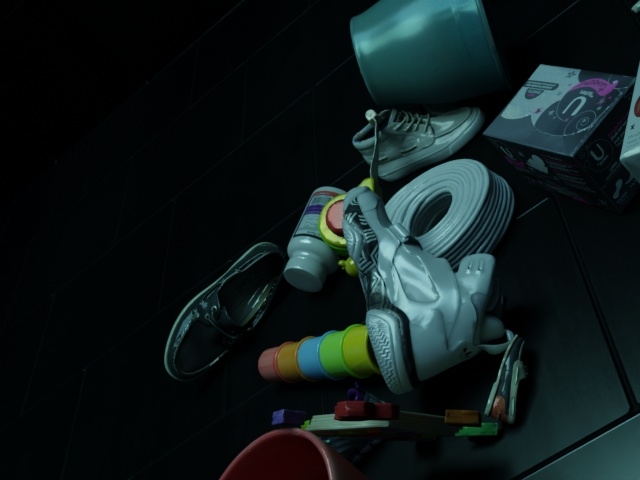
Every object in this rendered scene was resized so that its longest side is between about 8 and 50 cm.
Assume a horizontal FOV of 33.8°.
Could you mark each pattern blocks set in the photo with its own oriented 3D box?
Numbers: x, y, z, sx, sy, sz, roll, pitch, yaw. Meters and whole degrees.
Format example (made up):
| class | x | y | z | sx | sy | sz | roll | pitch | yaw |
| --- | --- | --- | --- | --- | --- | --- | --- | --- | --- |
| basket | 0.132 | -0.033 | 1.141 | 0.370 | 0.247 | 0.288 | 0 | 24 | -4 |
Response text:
| class | x | y | z | sx | sy | sz | roll | pitch | yaw |
| --- | --- | --- | --- | --- | --- | --- | --- | --- | --- |
| pattern blocks set | 0.087 | 0.248 | 1.401 | 0.285 | 0.324 | 0.026 | -18 | 66 | 50 |

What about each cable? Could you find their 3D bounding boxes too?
| class | x | y | z | sx | sy | sz | roll | pitch | yaw |
| --- | --- | --- | --- | --- | --- | --- | --- | --- | --- |
| cable | 0.206 | -0.031 | 1.811 | 0.257 | 0.089 | 0.257 | -48 | 27 | -1 |

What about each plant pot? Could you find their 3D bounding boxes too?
| class | x | y | z | sx | sy | sz | roll | pitch | yaw |
| --- | --- | --- | --- | --- | --- | --- | --- | --- | --- |
| plant pot | 0.008 | 0.406 | 1.331 | 0.275 | 0.243 | 0.275 | -35 | 36 | 31 |
| plant pot | 0.201 | -0.378 | 1.999 | 0.255 | 0.272 | 0.272 | -16 | 37 | 15 |

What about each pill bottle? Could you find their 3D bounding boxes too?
| class | x | y | z | sx | sy | sz | roll | pitch | yaw |
| --- | --- | --- | --- | --- | --- | --- | --- | --- | --- |
| pill bottle | 0.000 | 0.000 | 2.048 | 0.108 | 0.108 | 0.193 | -15 | 42 | 47 |

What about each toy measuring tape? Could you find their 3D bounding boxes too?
| class | x | y | z | sx | sy | sz | roll | pitch | yaw |
| --- | --- | --- | --- | --- | --- | --- | --- | --- | --- |
| toy measuring tape | 0.056 | -0.087 | 1.976 | 0.121 | 0.121 | 0.330 | -19 | 61 | 43 |

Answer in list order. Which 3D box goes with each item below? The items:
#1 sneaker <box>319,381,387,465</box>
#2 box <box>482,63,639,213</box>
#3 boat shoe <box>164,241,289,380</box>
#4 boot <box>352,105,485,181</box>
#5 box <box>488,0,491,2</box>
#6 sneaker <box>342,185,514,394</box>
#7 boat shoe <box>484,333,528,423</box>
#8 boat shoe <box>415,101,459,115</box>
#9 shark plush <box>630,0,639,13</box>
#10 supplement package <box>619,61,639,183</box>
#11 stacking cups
| class | x | y | z | sx | sy | sz | roll | pitch | yaw |
| --- | --- | --- | --- | --- | --- | --- | --- | --- | --- |
| sneaker | 0.010 | 0.319 | 1.625 | 0.224 | 0.098 | 0.083 | -50 | 27 | -4 |
| box | 0.403 | -0.168 | 1.649 | 0.163 | 0.142 | 0.247 | -50 | 28 | -5 |
| boat shoe | -0.177 | 0.142 | 2.100 | 0.340 | 0.127 | 0.113 | -45 | 14 | -15 |
| boot | 0.183 | -0.212 | 2.043 | 0.258 | 0.123 | 0.095 | -29 | 32 | 31 |
| box | 0.344 | -0.652 | 2.319 | 0.381 | 0.191 | 0.143 | -44 | 27 | 5 |
| sneaker | 0.162 | 0.051 | 1.633 | 0.210 | 0.137 | 0.366 | -16 | 54 | 5 |
| boat shoe | 0.268 | 0.194 | 1.480 | 0.043 | 0.049 | 0.137 | 17 | 56 | 14 |
| boat shoe | 0.222 | -0.336 | 2.190 | 0.091 | 0.109 | 0.305 | 102 | 165 | -45 |
| shark plush | 0.602 | -0.458 | 1.846 | 0.067 | 0.073 | 0.161 | -29 | 8 | -37 |
| supplement package | 0.543 | -0.167 | 1.440 | 0.194 | 0.149 | 0.203 | -18 | 40 | 44 |
| stacking cups | 0.005 | 0.193 | 1.802 | 0.316 | 0.096 | 0.096 | -12 | 43 | 48 |
